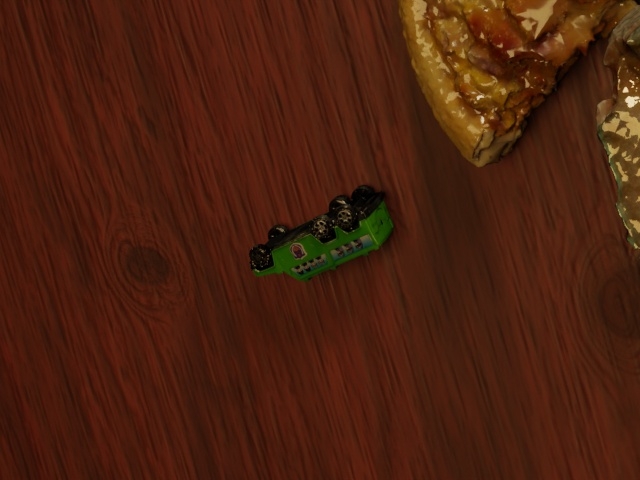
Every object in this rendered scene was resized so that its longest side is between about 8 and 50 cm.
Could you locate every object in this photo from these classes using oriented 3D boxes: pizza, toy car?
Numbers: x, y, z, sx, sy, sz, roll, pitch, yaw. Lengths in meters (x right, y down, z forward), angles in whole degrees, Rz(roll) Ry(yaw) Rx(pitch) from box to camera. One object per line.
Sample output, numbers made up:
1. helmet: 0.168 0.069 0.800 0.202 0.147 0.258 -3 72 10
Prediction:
1. pizza: 0.189 -0.271 1.693 0.278 0.114 0.409 14 108 30
2. toy car: 0.000 0.000 1.862 0.165 0.071 0.062 -24 102 29

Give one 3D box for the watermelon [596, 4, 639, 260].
1. watermelon: 0.396 -0.147 1.581 0.302 0.151 0.264 -21 95 31
